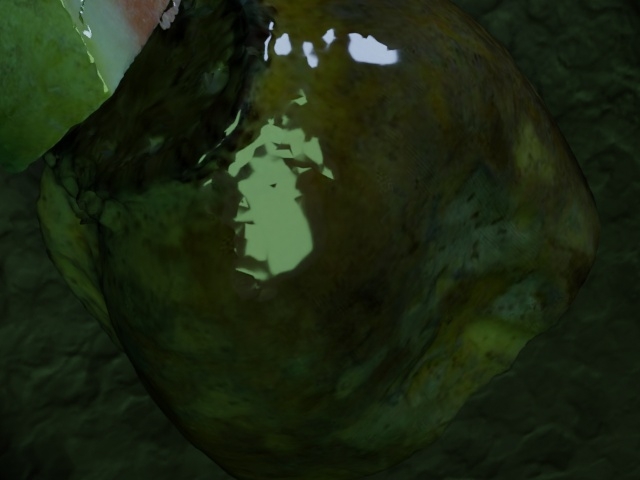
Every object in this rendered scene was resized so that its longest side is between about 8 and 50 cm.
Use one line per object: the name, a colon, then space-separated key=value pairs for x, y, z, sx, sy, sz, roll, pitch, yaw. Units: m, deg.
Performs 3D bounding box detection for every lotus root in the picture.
lotus root: x=0.005 y=-0.014 z=0.929 sx=0.267 sy=0.149 sz=0.260 roll=-39 pitch=142 yaw=-1

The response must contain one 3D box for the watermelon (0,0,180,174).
watermelon: x=-0.141 y=-0.178 z=0.862 sx=0.193 sy=0.232 sz=0.310 roll=-44 pitch=71 yaw=7
